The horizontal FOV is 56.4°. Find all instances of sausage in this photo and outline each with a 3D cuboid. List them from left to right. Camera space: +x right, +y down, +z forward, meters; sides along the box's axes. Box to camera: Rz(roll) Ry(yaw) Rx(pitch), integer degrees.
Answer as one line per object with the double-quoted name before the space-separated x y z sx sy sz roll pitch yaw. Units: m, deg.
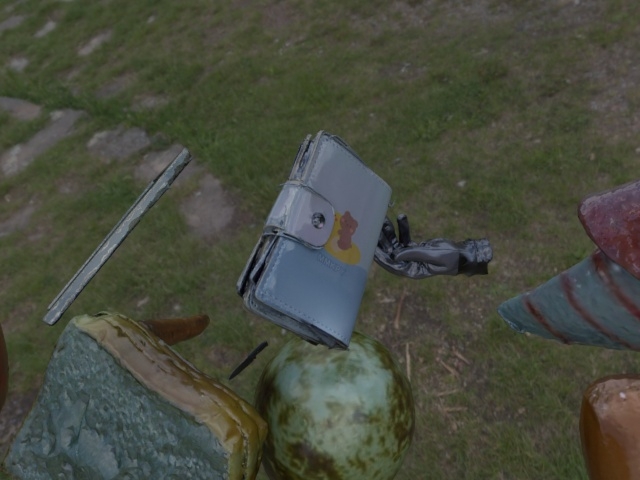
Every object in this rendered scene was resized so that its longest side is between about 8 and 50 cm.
"sausage" 0.318 0.261 0.569 0.105 0.274 0.105 -12 1 0

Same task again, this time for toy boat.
"toy boat" 0.298 0.059 0.613 0.206 0.282 0.096 40 55 0

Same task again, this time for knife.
"knife" -0.187 0.310 1.528 0.170 0.023 0.010 -45 33 23

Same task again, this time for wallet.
"wallet" 0.000 0.000 0.719 0.069 0.170 0.231 -7 56 49

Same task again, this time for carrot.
"carrot" -0.271 0.165 1.098 0.059 0.248 0.059 0 89 21

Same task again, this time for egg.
"egg" 0.017 0.269 0.880 0.238 0.289 0.238 5 21 -2

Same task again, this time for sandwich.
"sandwich" -0.230 0.260 0.742 0.301 0.099 0.271 32 108 17

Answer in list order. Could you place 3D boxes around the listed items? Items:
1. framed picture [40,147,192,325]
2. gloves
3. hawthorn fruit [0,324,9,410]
"framed picture" -0.323 -0.001 0.934 0.315 0.024 0.232 -55 18 -20
"gloves" 0.214 0.024 1.196 0.286 0.119 0.142 15 9 -8
"hawthorn fruit" -0.694 0.166 0.911 0.403 0.403 0.402 -14 45 14
